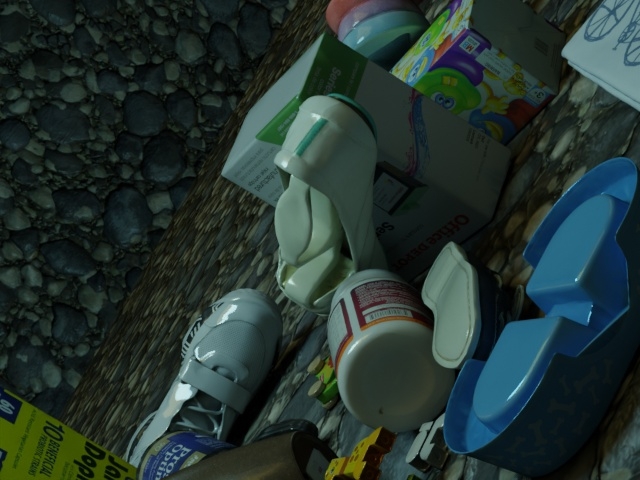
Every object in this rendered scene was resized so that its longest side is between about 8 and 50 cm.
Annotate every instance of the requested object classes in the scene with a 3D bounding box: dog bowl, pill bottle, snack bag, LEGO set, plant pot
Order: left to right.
[{"bbox_3d":[-0.128,0.304,1.799,0.219,0.123,0.122,4,60,60],"label":"pill bottle"},{"bbox_3d":[-0.078,0.305,1.551,0.230,0.215,0.215,-38,19,18],"label":"plant pot"},{"bbox_3d":[0.040,0.254,1.438,0.227,0.087,0.093,-61,14,-22],"label":"LEGO set"},{"bbox_3d":[0.070,0.110,1.594,0.121,0.121,0.221,-54,13,11],"label":"pill bottle"},{"bbox_3d":[0.214,0.071,1.280,0.297,0.074,0.166,-60,14,-16],"label":"dog bowl"},{"bbox_3d":[0.403,-0.290,1.542,0.342,0.037,0.323,-51,15,8],"label":"snack bag"}]

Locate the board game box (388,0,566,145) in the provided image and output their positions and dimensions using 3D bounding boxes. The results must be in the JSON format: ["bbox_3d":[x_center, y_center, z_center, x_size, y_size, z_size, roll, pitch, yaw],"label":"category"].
[{"bbox_3d":[0.164,-0.177,1.886,0.275,0.142,0.144,-46,17,37],"label":"board game box"}]

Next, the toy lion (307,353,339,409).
[{"bbox_3d":[0.027,0.151,1.854,0.096,0.034,0.100,-45,16,16],"label":"toy lion"}]

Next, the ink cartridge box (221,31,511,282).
[{"bbox_3d":[0.056,-0.091,1.781,0.201,0.278,0.117,-40,24,50],"label":"ink cartridge box"}]

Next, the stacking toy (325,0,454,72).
[{"bbox_3d":[0.125,-0.238,2.062,0.309,0.280,0.130,116,138,-59],"label":"stacking toy"}]

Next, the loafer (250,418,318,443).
[{"bbox_3d":[-0.046,0.243,1.832,0.170,0.062,0.061,-34,21,55],"label":"loafer"}]

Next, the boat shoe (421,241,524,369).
[{"bbox_3d":[0.153,0.073,1.468,0.095,0.079,0.254,-63,8,9],"label":"boat shoe"}]

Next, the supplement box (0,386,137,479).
[{"bbox_3d":[-0.342,0.379,1.907,0.195,0.356,0.194,-52,15,19],"label":"supplement box"}]

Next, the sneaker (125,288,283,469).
[{"bbox_3d":[-0.163,0.251,2.075,0.366,0.137,0.210,-58,13,18],"label":"sneaker"}]

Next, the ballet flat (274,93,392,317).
[{"bbox_3d":[0.000,0.000,1.706,0.400,0.139,0.139,84,-155,-53],"label":"ballet flat"}]
